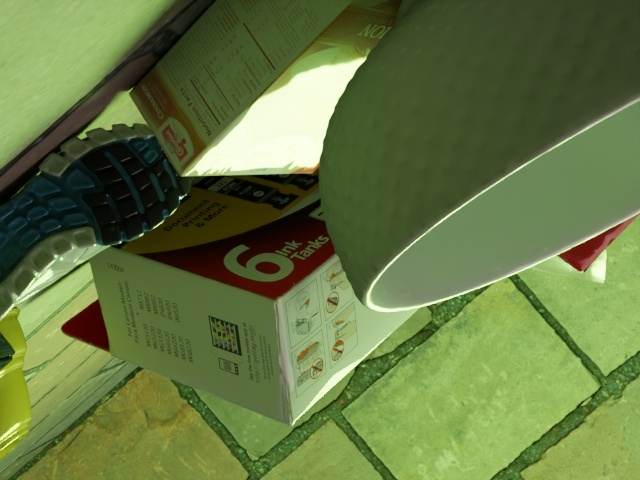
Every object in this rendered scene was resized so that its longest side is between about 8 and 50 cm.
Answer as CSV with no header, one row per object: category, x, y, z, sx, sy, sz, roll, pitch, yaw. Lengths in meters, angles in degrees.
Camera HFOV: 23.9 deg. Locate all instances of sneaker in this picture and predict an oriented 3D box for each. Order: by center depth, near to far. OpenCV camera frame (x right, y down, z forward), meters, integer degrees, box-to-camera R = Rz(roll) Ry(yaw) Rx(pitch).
sneaker,-0.165,-0.009,0.920,0.191,0.071,0.083,-32,-178,-12

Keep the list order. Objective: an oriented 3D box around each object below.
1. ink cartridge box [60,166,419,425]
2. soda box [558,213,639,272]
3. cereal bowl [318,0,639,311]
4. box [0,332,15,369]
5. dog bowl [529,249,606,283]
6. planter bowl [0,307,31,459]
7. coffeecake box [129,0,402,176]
ink cartridge box,-0.048,-0.005,1.342,0.309,0.272,0.130,-39,134,-42
soda box,0.235,-0.108,1.071,0.263,0.092,0.083,-47,-153,15
cereal bowl,0.143,-0.098,0.834,0.339,0.141,0.339,-25,167,-7
box,-0.324,0.136,0.988,0.233,0.059,0.183,-41,176,4
dog bowl,0.191,-0.134,1.321,0.102,0.348,0.349,-3,-176,9
planter bowl,-0.312,0.160,1.278,0.217,0.090,0.217,-41,178,-2
coffeecake box,-0.001,-0.120,0.908,0.185,0.068,0.142,-42,161,29
